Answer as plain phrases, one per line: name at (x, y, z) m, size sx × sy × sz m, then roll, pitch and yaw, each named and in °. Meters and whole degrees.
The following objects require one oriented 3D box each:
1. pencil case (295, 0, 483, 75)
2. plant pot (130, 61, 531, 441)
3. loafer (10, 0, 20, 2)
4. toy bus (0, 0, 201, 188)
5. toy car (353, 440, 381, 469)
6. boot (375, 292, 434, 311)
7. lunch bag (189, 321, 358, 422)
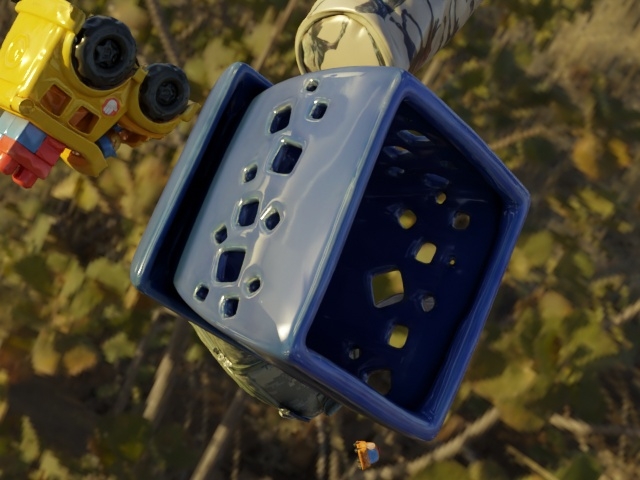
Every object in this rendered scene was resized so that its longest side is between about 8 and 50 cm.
pencil case at (0.124, -0.317, 1.867) m, size 0.160 × 0.183 × 0.410 m, roll 19°, pitch 45°, yaw 26°
plant pot at (0.000, 0.000, 1.126) m, size 0.212 × 0.236 × 0.236 m, roll 15°, pitch -13°, yaw 38°
loafer at (-0.274, -0.298, 1.324) m, size 0.095 × 0.109 × 0.302 m, roll -22°, pitch 5°, yaw -9°
toy bus at (-0.277, -0.146, 1.590) m, size 0.149 × 0.211 × 0.220 m, roll 22°, pitch -10°, yaw 47°
toy car at (0.085, 0.376, 2.220) m, size 0.060 × 0.040 × 0.122 m, roll 74°, pitch 2°, yaw -81°
boot at (0.134, 0.116, 2.009) m, size 0.118 × 0.042 × 0.087 m, roll -23°, pitch 53°, yaw -7°
lunch bag at (-0.080, 0.091, 2.019) m, size 0.212 × 0.256 × 0.305 m, roll -33°, pitch 43°, yaw -7°
